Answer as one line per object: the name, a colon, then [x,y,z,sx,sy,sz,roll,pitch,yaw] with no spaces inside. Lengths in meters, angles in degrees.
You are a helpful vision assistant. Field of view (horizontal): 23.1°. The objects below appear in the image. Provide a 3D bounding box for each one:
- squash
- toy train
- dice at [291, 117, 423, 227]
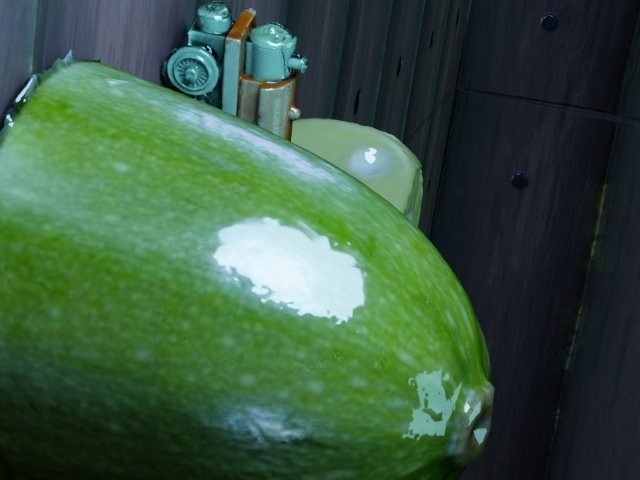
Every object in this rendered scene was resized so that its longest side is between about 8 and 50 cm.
squash: [-0.038,0.054,0.982,0.310,0.309,0.310,10,90,-81]
toy train: [-0.061,-0.099,1.228,0.074,0.118,0.176,-69,168,-56]
dice: [0.003,-0.008,1.539,0.169,0.169,0.166,89,15,-50]
